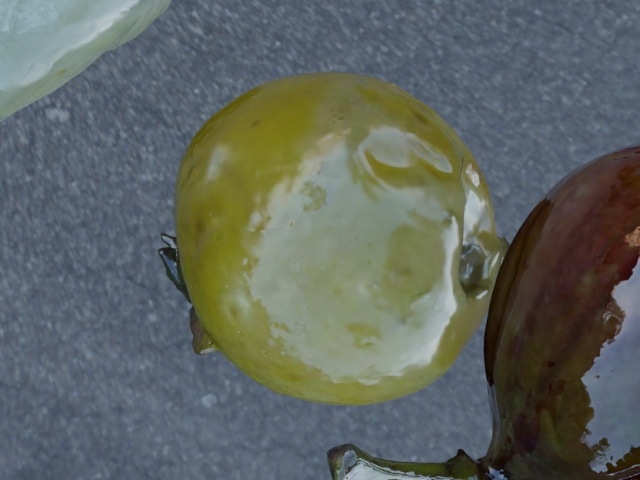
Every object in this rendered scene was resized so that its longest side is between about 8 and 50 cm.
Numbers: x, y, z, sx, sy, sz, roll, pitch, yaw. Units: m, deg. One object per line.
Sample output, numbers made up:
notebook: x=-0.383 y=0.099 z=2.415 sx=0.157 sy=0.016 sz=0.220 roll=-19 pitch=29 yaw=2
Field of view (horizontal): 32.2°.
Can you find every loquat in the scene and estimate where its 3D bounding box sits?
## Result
loquat: x=0.000 y=0.000 z=0.768 sx=0.244 sy=0.244 sz=0.244 roll=-11 pitch=122 yaw=-19

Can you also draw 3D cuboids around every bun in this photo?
bun: x=-0.297 y=-0.291 z=1.180 sx=0.234 sy=0.326 sz=0.362 roll=52 pitch=53 yaw=-28

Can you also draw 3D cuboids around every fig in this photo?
fig: x=0.149 y=0.072 z=0.562 sx=0.186 sy=0.204 sz=0.249 roll=43 pitch=92 yaw=-2
